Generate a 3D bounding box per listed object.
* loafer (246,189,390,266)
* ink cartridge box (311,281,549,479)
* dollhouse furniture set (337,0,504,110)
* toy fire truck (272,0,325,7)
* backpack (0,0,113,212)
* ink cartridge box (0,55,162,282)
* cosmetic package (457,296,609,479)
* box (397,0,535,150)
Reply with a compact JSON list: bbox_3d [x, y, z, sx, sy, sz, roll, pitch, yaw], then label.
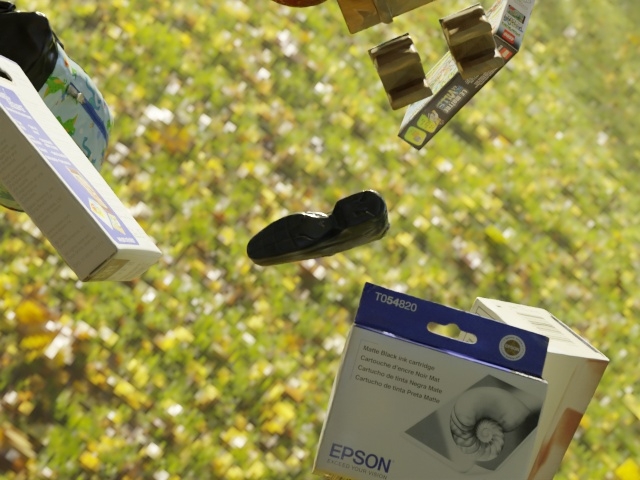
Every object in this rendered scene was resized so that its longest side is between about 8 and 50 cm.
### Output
[{"bbox_3d":[0.000,0.000,1.677,0.061,0.170,0.062,68,8,-49],"label":"loafer"},{"bbox_3d":[0.125,0.171,1.549,0.223,0.045,0.224,16,71,-2],"label":"ink cartridge box"},{"bbox_3d":[0.125,-0.287,1.409,0.161,0.242,0.212,-103,170,-61],"label":"dollhouse furniture set"},{"bbox_3d":[-0.071,-0.267,0.704,0.302,0.169,0.254,28,65,10],"label":"toy fire truck"},{"bbox_3d":[-0.475,-0.194,2.266,0.355,0.290,0.273,33,59,-70],"label":"backpack"},{"bbox_3d":[-0.318,-0.086,1.675,0.307,0.072,0.303,49,2,3],"label":"ink cartridge box"},{"bbox_3d":[0.226,0.240,1.857,0.129,0.296,0.153,12,20,-36],"label":"cosmetic package"},{"bbox_3d":[0.176,-0.209,1.763,0.036,0.207,0.114,34,44,-11],"label":"box"}]
